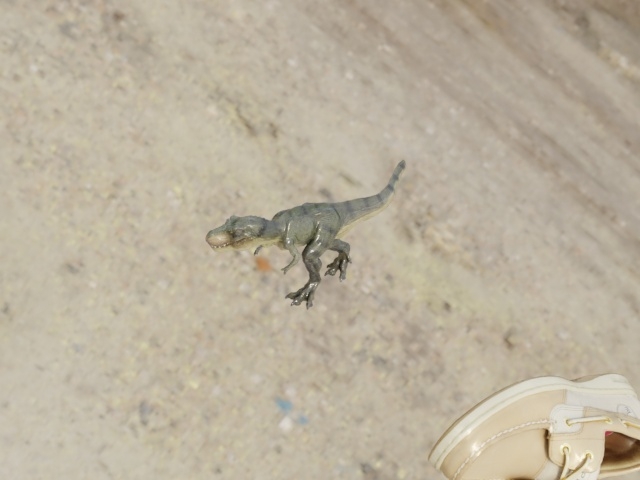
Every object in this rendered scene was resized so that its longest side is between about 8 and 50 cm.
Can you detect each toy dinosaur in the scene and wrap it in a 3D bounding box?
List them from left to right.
[{"bbox_3d":[0.000,0.000,1.307,0.268,0.118,0.064,-20,32,-35],"label":"toy dinosaur"}]

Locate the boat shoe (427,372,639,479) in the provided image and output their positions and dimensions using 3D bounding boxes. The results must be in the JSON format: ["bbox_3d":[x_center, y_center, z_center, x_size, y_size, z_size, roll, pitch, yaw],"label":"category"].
[{"bbox_3d":[0.133,0.113,0.657,0.170,0.063,0.059,-5,47,-41],"label":"boat shoe"}]
